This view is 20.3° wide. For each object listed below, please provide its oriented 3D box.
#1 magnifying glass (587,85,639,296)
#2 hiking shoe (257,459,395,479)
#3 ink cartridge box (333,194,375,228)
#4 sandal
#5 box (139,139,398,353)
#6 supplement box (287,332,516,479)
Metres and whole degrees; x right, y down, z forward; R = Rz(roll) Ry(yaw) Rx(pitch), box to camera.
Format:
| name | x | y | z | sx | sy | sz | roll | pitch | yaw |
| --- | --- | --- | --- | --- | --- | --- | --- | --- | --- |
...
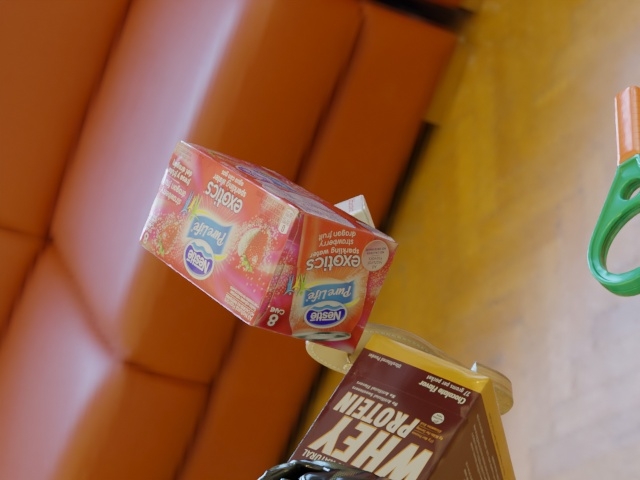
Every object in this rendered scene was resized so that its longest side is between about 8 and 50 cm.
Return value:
| name | x | y | z | sx | sy | sz | roll | pitch | yaw |
| --- | --- | --- | --- | --- | --- | --- | --- | --- | --- |
| magnifying glass | 0.262 | -0.045 | 1.480 | 0.092 | 0.026 | 0.231 | -32 | 35 | 32 |
| hiking shoe | 0.005 | 0.194 | 1.301 | 0.227 | 0.114 | 0.086 | 121 | 173 | -73 |
| ink cartridge box | 0.000 | 0.000 | 1.953 | 0.088 | 0.122 | 0.052 | -87 | -25 | -78 |
| sandal | 0.099 | 0.156 | 1.829 | 0.088 | 0.240 | 0.079 | -48 | 33 | 41 |
| box | -0.057 | 0.003 | 1.763 | 0.257 | 0.128 | 0.122 | 31 | 101 | 53 |
| supplement box | 0.072 | 0.231 | 1.671 | 0.129 | 0.191 | 0.194 | 20 | 60 | 28 |
